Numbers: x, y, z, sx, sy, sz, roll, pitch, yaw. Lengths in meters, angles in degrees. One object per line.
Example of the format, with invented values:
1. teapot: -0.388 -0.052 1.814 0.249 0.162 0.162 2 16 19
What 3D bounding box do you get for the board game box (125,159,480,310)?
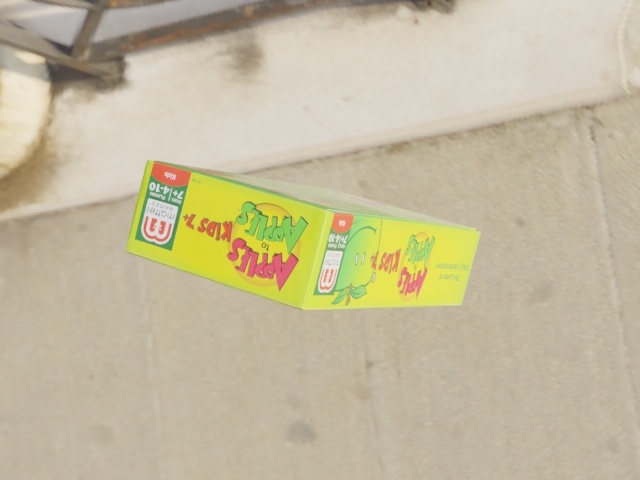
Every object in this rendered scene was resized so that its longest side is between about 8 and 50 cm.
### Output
1. board game box: 0.000 0.000 0.596 0.092 0.181 0.043 16 95 26
